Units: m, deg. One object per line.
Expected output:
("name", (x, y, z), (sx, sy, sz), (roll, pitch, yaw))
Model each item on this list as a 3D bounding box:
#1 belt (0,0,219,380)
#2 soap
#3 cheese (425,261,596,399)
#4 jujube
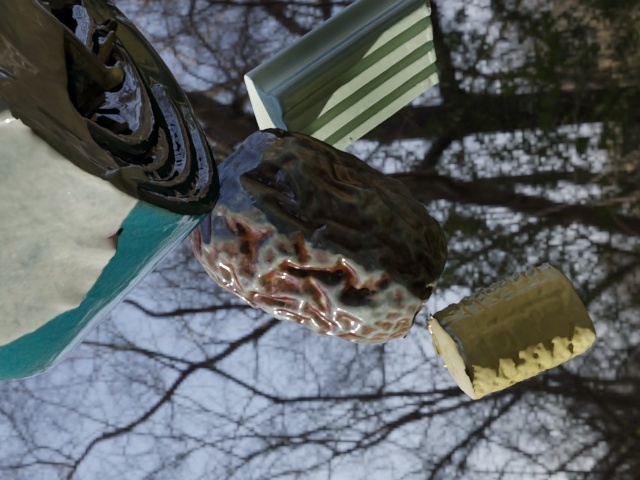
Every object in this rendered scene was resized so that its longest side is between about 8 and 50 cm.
("belt", (-0.221, -0.101, 0.603), (0.300, 0.173, 0.436), (42, -173, -27))
("soap", (0.036, -0.224, 1.311), (0.265, 0.087, 0.160), (-37, -37, -16))
("cheese", (0.223, 0.106, 1.115), (0.094, 0.167, 0.123), (76, 167, -47))
("jujube", (0.000, 0.000, 1.172), (0.226, 0.317, 0.226), (-59, 6, 10))
